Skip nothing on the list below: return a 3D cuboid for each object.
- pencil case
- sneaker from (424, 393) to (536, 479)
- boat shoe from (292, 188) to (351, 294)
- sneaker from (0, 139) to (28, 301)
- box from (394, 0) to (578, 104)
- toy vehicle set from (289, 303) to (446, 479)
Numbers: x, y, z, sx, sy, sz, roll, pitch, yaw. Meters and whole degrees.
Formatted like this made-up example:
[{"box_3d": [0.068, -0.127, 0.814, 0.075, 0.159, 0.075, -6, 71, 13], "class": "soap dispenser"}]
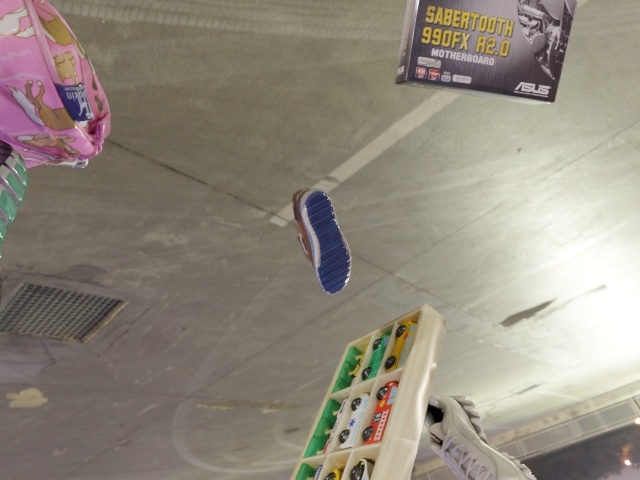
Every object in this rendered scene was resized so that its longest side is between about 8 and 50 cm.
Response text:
[{"box_3d": [-0.414, -0.107, 0.412, 0.385, 0.167, 0.160, -21, 164, -11], "class": "pencil case"}, {"box_3d": [0.248, 0.363, 0.726, 0.118, 0.292, 0.110, 29, 99, -22], "class": "sneaker"}, {"box_3d": [0.000, 0.000, 0.703, 0.066, 0.066, 0.183, -24, 116, -26], "class": "boat shoe"}, {"box_3d": [-0.221, -0.033, 0.227, 0.083, 0.224, 0.098, -32, 137, -10], "class": "sneaker"}, {"box_3d": [0.234, -0.300, 0.614, 0.230, 0.056, 0.183, 6, 104, -10], "class": "box"}, {"box_3d": [0.045, 0.203, 0.481, 0.035, 0.267, 0.166, 39, 136, -9], "class": "toy vehicle set"}]
